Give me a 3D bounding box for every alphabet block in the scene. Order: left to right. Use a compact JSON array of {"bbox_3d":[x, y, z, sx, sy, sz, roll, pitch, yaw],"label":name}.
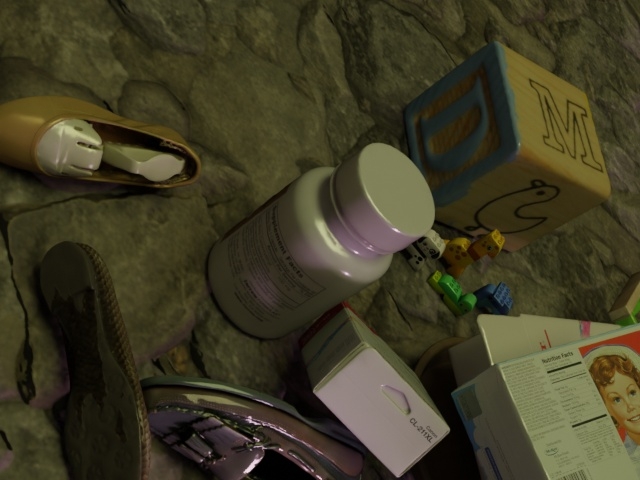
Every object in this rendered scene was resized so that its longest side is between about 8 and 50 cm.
[{"bbox_3d":[0.257,-0.126,1.398,0.197,0.192,0.194,19,53,-34],"label":"alphabet block"}]

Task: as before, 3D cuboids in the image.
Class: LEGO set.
[{"bbox_3d":[0.207,0.045,1.303,0.227,0.093,0.087,50,40,-7],"label":"LEGO set"}]

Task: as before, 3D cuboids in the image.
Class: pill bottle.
[{"bbox_3d":[0.000,0.000,1.019,0.131,0.229,0.131,26,48,-32],"label":"pill bottle"}]

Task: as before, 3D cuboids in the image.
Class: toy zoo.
[{"bbox_3d":[0.508,0.197,1.422,0.293,0.030,0.192,61,31,0],"label":"toy zoo"}]

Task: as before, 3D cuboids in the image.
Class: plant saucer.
[{"bbox_3d":[0.194,0.250,1.194,0.277,0.041,0.278,26,48,-32],"label":"plant saucer"}]

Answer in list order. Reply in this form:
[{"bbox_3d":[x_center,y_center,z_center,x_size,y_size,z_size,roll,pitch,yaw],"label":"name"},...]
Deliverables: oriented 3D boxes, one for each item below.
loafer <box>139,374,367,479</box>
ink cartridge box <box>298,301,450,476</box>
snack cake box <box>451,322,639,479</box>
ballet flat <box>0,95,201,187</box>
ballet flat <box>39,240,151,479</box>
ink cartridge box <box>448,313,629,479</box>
[{"bbox_3d":[-0.058,0.197,0.939,0.267,0.096,0.084,25,55,-35],"label":"loafer"},{"bbox_3d":[0.049,0.145,1.023,0.127,0.072,0.175,47,3,-11],"label":"ink cartridge box"},{"bbox_3d":[0.281,0.180,1.019,0.264,0.089,0.152,-9,67,-32],"label":"snack cake box"},{"bbox_3d":[-0.212,-0.091,0.976,0.232,0.080,0.073,1,25,-46],"label":"ballet flat"},{"bbox_3d":[-0.191,0.116,0.879,0.058,0.084,0.250,30,36,-62],"label":"ballet flat"},{"bbox_3d":[0.280,0.206,1.185,0.353,0.119,0.207,10,59,-42],"label":"ink cartridge box"}]
